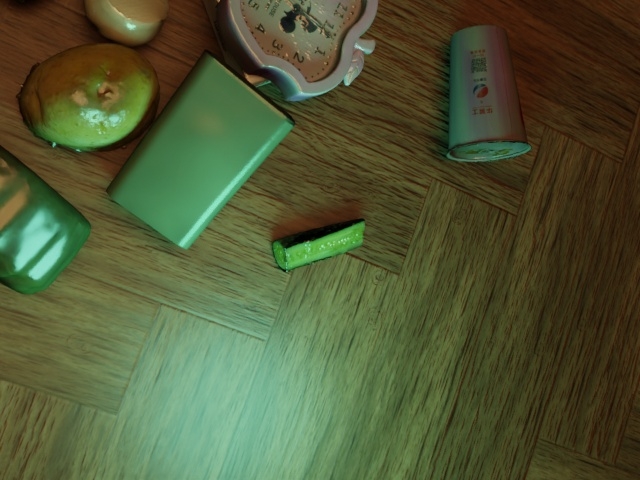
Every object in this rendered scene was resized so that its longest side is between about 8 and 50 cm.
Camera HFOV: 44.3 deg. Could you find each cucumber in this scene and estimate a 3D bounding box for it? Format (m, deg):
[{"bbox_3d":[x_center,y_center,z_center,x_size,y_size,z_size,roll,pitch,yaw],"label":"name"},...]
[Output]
[{"bbox_3d":[-0.001,0.000,1.758,0.211,0.062,0.078,-20,129,-25],"label":"cucumber"}]

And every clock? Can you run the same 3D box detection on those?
[{"bbox_3d":[-0.039,-0.464,1.619,0.339,0.102,0.338,0,89,-23],"label":"clock"}]

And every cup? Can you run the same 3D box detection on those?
[{"bbox_3d":[0.383,-0.343,1.844,0.203,0.203,0.288,-1,83,-19],"label":"cup"}]

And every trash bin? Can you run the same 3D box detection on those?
[{"bbox_3d":[-0.244,-0.180,1.572,0.223,0.158,0.343,38,96,-15],"label":"trash bin"}]

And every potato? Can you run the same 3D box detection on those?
[{"bbox_3d":[-0.439,-0.281,1.530,0.286,0.242,0.242,-2,89,-22],"label":"potato"}]

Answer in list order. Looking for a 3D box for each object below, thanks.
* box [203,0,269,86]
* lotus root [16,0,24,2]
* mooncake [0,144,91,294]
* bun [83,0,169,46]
[{"bbox_3d":[-0.127,-0.474,1.695,0.194,0.111,0.260,-22,95,-19],"label":"box"},{"bbox_3d":[-0.553,-0.592,1.536,0.145,0.128,0.260,28,89,-16],"label":"lotus root"},{"bbox_3d":[-0.594,-0.061,1.393,0.356,0.356,0.194,40,79,-14],"label":"mooncake"},{"bbox_3d":[-0.404,-0.467,1.591,0.173,0.120,0.172,22,51,-30],"label":"bun"}]
